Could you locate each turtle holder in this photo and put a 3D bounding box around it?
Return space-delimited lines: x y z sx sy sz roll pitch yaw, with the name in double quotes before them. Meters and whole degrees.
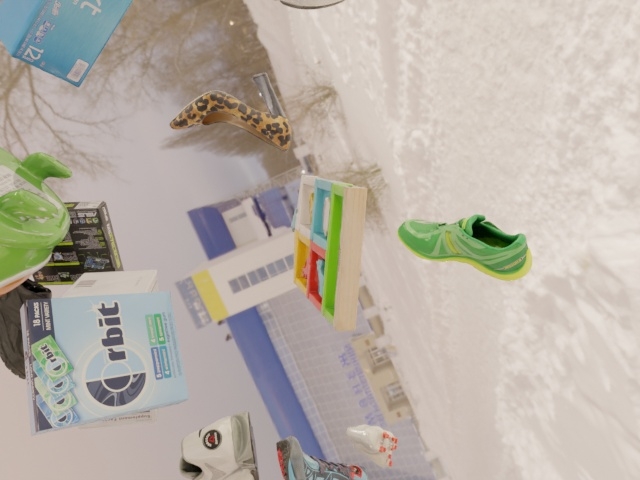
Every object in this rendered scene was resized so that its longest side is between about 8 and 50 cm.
"turtle holder" -0.480 -0.043 0.586 0.320 0.227 0.243 32 -169 -50

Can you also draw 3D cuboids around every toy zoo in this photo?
"toy zoo" 0.000 0.000 0.785 0.293 0.030 0.192 -148 61 -71

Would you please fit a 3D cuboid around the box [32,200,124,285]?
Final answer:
"box" -0.539 0.009 1.085 0.045 0.190 0.184 -90 -4 -60

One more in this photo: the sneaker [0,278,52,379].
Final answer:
"sneaker" -0.602 0.160 1.026 0.109 0.130 0.286 30 136 54

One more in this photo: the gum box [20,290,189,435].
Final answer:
"gum box" -0.276 0.150 0.656 0.184 0.041 0.157 1 -114 -43

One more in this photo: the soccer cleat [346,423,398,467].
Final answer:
"soccer cleat" 0.105 0.402 1.003 0.196 0.076 0.068 63 -138 -54

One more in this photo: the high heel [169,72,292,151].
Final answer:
"high heel" -0.204 -0.255 1.170 0.093 0.261 0.186 -114 1 -88

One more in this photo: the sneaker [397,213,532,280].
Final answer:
"sneaker" 0.308 -0.010 1.088 0.295 0.109 0.124 15 133 32

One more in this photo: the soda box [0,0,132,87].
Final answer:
"soda box" -0.205 -0.252 0.451 0.071 0.210 0.067 48 -165 29

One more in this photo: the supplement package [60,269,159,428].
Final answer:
"supplement package" -0.362 0.190 0.905 0.139 0.133 0.244 -123 31 -74

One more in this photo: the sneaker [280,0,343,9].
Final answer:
"sneaker" -0.034 -0.315 0.326 0.297 0.111 0.129 63 164 -2

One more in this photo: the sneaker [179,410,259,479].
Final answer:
"sneaker" -0.196 0.427 0.990 0.331 0.146 0.122 91 166 -50

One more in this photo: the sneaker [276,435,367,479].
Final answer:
"sneaker" 0.015 0.418 0.887 0.262 0.125 0.104 62 175 -29
